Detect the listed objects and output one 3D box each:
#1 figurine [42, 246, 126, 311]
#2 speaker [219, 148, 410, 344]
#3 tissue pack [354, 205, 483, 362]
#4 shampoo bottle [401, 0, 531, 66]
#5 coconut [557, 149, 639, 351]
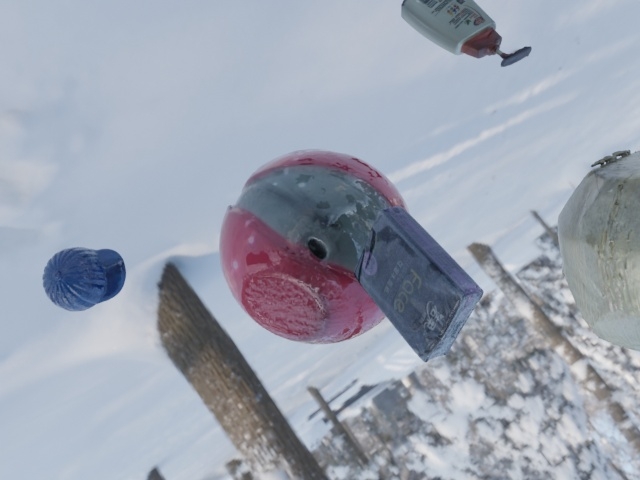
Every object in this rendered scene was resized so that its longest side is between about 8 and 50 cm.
[{"bbox_3d":[-0.282,0.045,0.861,0.086,0.087,0.149,-63,-169,-11],"label":"figurine"},{"bbox_3d":[0.000,0.000,1.065,0.294,0.294,0.294,-34,168,-8],"label":"speaker"},{"bbox_3d":[0.111,0.049,0.842,0.051,0.156,0.112,-13,138,-36],"label":"tissue pack"},{"bbox_3d":[0.320,-0.467,1.561,0.153,0.284,0.071,-40,161,-16],"label":"shampoo bottle"},{"bbox_3d":[0.569,0.030,1.171,0.346,0.361,0.346,-12,-161,4],"label":"coconut"}]
